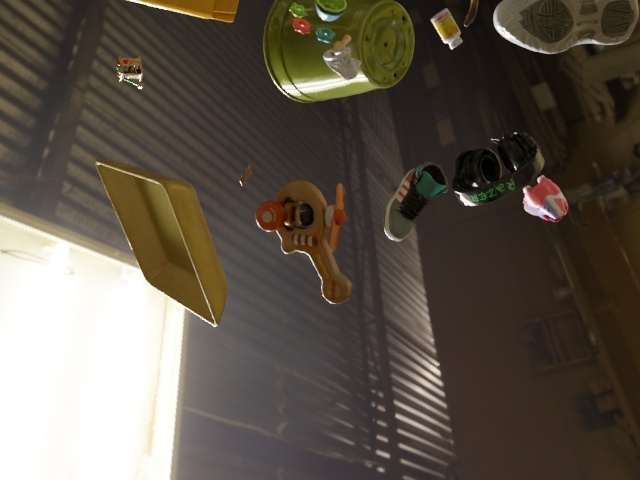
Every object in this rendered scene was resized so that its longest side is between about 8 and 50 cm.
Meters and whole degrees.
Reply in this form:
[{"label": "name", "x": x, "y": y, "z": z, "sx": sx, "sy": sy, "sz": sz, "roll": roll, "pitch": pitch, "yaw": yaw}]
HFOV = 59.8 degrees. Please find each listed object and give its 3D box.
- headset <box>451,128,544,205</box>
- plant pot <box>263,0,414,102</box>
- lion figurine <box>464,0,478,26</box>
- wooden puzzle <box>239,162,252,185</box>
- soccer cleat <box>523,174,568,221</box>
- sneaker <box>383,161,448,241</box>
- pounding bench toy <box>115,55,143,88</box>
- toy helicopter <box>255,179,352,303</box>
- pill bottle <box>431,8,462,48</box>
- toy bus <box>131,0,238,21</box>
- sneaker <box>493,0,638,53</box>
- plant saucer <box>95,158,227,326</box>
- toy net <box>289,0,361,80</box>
[{"label": "headset", "x": 0.517, "y": -0.198, "z": 1.573, "sx": 0.185, "sy": 0.243, "sz": 0.394, "roll": 56, "pitch": -144, "yaw": -18}, {"label": "plant pot", "x": 0.077, "y": -0.590, "z": 1.681, "sx": 0.366, "sy": 0.353, "sz": 0.367, "roll": -17, "pitch": -64, "yaw": -38}, {"label": "lion figurine", "x": 0.422, "y": -0.571, "z": 1.006, "sx": 0.142, "sy": 0.392, "sz": 0.240, "roll": 51, "pitch": 180, "yaw": 17}, {"label": "wooden puzzle", "x": -0.254, "y": -0.224, "z": 1.881, "sx": 0.079, "sy": 0.014, "sz": 0.116, "roll": -61, "pitch": -3, "yaw": -16}, {"label": "soccer cleat", "x": 0.495, "y": -0.074, "z": 1.210, "sx": 0.095, "sy": 0.083, "sz": 0.248, "roll": 60, "pitch": -162, "yaw": 18}, {"label": "sneaker", "x": 0.319, "y": -0.140, "z": 1.794, "sx": 0.123, "sy": 0.178, "sz": 0.296, "roll": 31, "pitch": -115, "yaw": -12}, {"label": "pounding bench toy", "x": -0.527, "y": -0.460, "z": 1.536, "sx": 0.065, "sy": 0.052, "sz": 0.083, "roll": -8, "pitch": -95, "yaw": -25}, {"label": "toy helicopter", "x": 0.000, "y": 0.000, "z": 1.507, "sx": 0.140, "sy": 0.235, "sz": 0.355, "roll": -22, "pitch": -94, "yaw": -61}, {"label": "pill bottle", "x": 0.290, "y": -0.481, "z": 1.268, "sx": 0.083, "sy": 0.043, "sz": 0.043, "roll": 54, "pitch": -155, "yaw": -15}, {"label": "toy bus", "x": -0.358, "y": -0.610, "z": 1.330, "sx": 0.332, "sy": 0.108, "sz": 0.130, "roll": 5, "pitch": -157, "yaw": -23}, {"label": "sneaker", "x": 0.349, "y": -0.327, "z": 0.840, "sx": 0.115, "sy": 0.232, "sz": 0.090, "roll": -139, "pitch": 48, "yaw": -65}, {"label": "plant saucer", "x": -0.324, "y": -0.016, "z": 1.190, "sx": 0.081, "sy": 0.332, "sz": 0.333, "roll": -33, "pitch": -56, "yaw": -32}, {"label": "toy net", "x": 0.016, "y": -0.430, "z": 1.160, "sx": 0.122, "sy": 0.045, "sz": 0.232, "roll": -6, "pitch": -120, "yaw": -23}]
